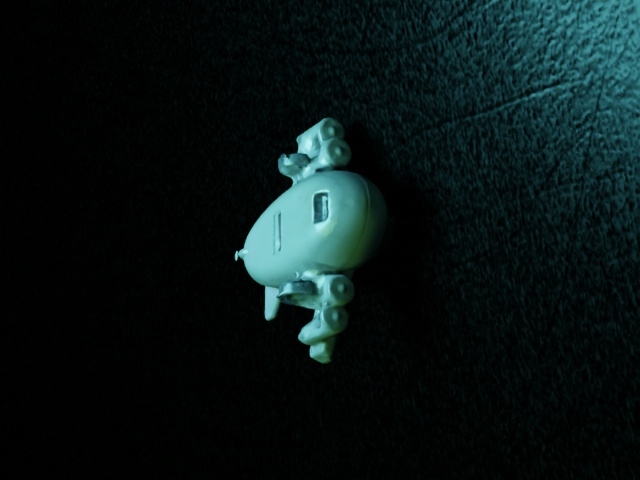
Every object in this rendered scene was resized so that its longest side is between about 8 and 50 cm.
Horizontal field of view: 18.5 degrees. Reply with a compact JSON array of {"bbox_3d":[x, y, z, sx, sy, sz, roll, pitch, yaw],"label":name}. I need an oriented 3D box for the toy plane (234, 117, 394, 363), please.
[{"bbox_3d":[-0.004,-0.001,2.005,0.252,0.118,0.252,-173,90,-67],"label":"toy plane"}]
